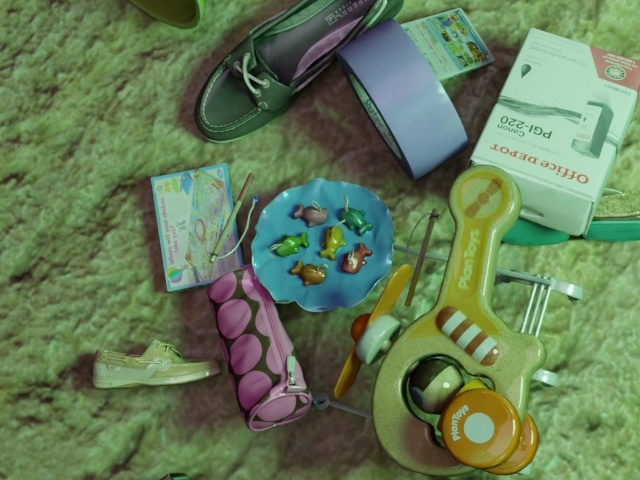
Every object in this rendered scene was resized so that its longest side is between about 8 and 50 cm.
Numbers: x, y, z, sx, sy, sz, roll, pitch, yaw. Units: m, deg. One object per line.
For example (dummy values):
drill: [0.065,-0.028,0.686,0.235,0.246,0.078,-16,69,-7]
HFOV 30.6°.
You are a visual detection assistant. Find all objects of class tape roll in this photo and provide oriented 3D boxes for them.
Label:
tape roll: [0.100,-0.173,1.442,0.080,0.189,0.189,-31,79,0]

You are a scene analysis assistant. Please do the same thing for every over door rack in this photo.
over door rack: [0.139,0.128,1.441,0.324,0.108,0.240,15,82,23]

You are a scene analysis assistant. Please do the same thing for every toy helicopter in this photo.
toy helicopter: [0.142,0.085,1.316,0.235,0.140,0.355,9,80,23]

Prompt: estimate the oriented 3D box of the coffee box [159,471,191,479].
coffee box: [-0.155,0.421,1.417,0.141,0.098,0.246,-40,79,-1]

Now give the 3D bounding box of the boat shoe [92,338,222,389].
boat shoe: [-0.210,0.155,1.486,0.170,0.063,0.059,-5,86,6]

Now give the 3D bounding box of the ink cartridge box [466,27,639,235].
ink cartridge box: [0.288,-0.134,1.429,0.158,0.092,0.218,20,66,14]

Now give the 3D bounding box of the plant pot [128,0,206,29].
plant pot: [-0.178,-0.459,1.503,0.276,0.276,0.254,38,75,11]

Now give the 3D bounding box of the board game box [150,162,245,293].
board game box: [-0.159,-0.016,1.527,0.103,0.026,0.154,-10,80,4]

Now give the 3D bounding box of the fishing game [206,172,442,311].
fishing game: [0.000,0.000,1.425,0.264,0.041,0.189,15,64,17]

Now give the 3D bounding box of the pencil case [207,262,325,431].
pencil case: [-0.073,0.124,1.428,0.095,0.098,0.209,-8,55,-23]

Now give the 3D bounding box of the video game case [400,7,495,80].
video game case: [0.160,-0.251,1.502,0.122,0.011,0.087,-23,75,-36]

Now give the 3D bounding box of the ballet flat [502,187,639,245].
ballet flat: [0.316,-0.034,1.467,0.206,0.073,0.067,1,53,4]

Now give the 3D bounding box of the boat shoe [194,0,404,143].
boat shoe: [-0.034,-0.256,1.518,0.335,0.095,0.112,-37,79,-1]
